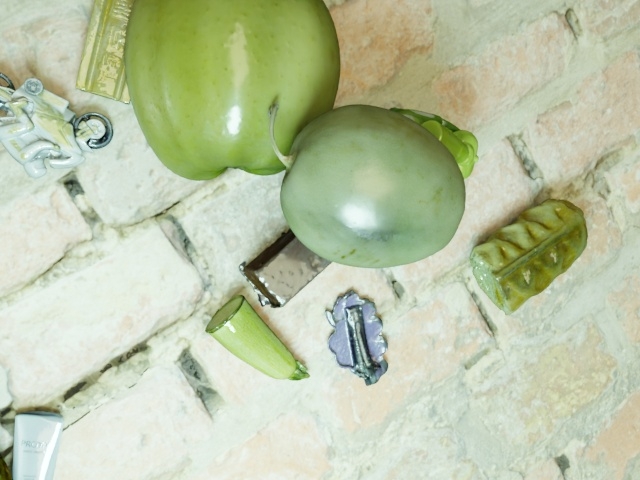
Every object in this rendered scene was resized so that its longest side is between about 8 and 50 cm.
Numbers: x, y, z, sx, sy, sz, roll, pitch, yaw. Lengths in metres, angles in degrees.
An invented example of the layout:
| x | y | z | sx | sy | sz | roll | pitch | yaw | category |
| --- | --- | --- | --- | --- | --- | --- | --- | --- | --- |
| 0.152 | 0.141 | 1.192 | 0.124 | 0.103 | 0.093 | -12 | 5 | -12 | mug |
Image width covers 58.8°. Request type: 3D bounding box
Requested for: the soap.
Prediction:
| x | y | z | sx | sy | sz | roll | pitch | yaw | category |
| --- | --- | --- | --- | --- | --- | --- | --- | --- | --- |
| -0.348 | -0.370 | 0.983 | 0.092 | 0.037 | 0.252 | 13 | 90 | -17 | soap |

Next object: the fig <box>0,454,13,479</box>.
| x | y | z | sx | sy | sz | roll | pitch | yaw | category |
| --- | --- | --- | --- | --- | --- | --- | --- | --- | --- |
| -0.605 | 0.422 | 0.882 | 0.244 | 0.195 | 0.195 | -37 | 102 | -14 | fig |

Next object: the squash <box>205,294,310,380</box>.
| x | y | z | sx | sy | sz | roll | pitch | yaw | category |
| --- | --- | --- | --- | --- | --- | --- | --- | --- | --- |
| -0.103 | 0.199 | 1.066 | 0.224 | 0.094 | 0.094 | 43 | 82 | -20 | squash |

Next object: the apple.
| x | y | z | sx | sy | sz | roll | pitch | yaw | category |
| --- | --- | --- | --- | --- | --- | --- | --- | --- | --- |
| -0.139 | -0.283 | 0.995 | 0.319 | 0.311 | 0.361 | 5 | 99 | 25 | apple |

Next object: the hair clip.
| x | y | z | sx | sy | sz | roll | pitch | yaw | category |
| --- | --- | --- | --- | --- | --- | --- | --- | --- | --- |
| 0.074 | 0.196 | 1.125 | 0.124 | 0.052 | 0.196 | -16 | 92 | -19 | hair clip |

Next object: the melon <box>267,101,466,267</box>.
| x | y | z | sx | sy | sz | roll | pitch | yaw | category |
| --- | --- | --- | --- | --- | --- | --- | --- | --- | --- |
| 0.079 | -0.081 | 0.897 | 0.307 | 0.272 | 0.272 | -4 | 94 | -7 | melon |

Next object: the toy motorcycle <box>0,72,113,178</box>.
| x | y | z | sx | sy | sz | roll | pitch | yaw | category |
| --- | --- | --- | --- | --- | --- | --- | --- | --- | --- |
| -0.472 | -0.182 | 0.942 | 0.228 | 0.074 | 0.151 | 21 | 82 | -25 | toy motorcycle |

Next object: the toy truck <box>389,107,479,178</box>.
| x | y | z | sx | sy | sz | roll | pitch | yaw | category |
| --- | --- | --- | --- | --- | --- | --- | --- | --- | --- |
| 0.212 | -0.169 | 1.070 | 0.186 | 0.210 | 0.148 | 17 | 86 | -31 | toy truck |

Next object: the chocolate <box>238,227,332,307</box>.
| x | y | z | sx | sy | sz | roll | pitch | yaw | category |
| --- | --- | --- | --- | --- | --- | --- | --- | --- | --- |
| 0.000 | 0.000 | 1.061 | 0.321 | 0.112 | 0.112 | -40 | 100 | -10 | chocolate |

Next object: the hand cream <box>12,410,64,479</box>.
| x | y | z | sx | sy | sz | roll | pitch | yaw | category |
| --- | --- | --- | --- | --- | --- | --- | --- | --- | --- |
| -0.498 | 0.423 | 0.982 | 0.079 | 0.048 | 0.256 | 6 | 91 | -14 | hand cream |

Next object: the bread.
| x | y | z | sx | sy | sz | roll | pitch | yaw | category |
| --- | --- | --- | --- | --- | --- | --- | --- | --- | --- |
| 0.438 | 0.020 | 1.173 | 0.267 | 0.130 | 0.152 | -34 | 97 | -12 | bread |
